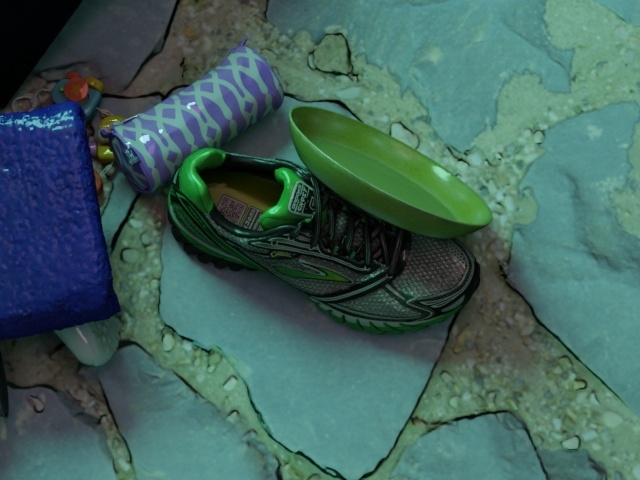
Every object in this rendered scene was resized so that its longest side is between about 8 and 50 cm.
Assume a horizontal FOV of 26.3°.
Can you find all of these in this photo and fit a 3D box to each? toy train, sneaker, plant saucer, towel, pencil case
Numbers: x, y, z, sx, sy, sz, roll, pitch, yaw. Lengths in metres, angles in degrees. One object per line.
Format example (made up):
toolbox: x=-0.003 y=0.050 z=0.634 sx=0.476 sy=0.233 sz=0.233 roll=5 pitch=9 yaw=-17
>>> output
toy train: x=-0.271 y=-0.114 z=1.507 sx=0.125 sy=0.046 sz=0.166 roll=-26 pitch=74 yaw=-12
sneaker: x=0.000 y=0.000 z=1.428 sx=0.343 sy=0.146 sz=0.134 roll=16 pitch=72 yaw=2
plant saucer: x=0.067 y=-0.066 z=1.435 sx=0.241 sy=0.241 sz=0.037 roll=31 pitch=107 yaw=8
towel: x=-0.366 y=-0.006 z=1.369 sx=0.308 sy=0.076 sz=0.228 roll=-10 pitch=89 yaw=2
pencil case: x=-0.138 y=-0.133 z=1.492 sx=0.206 sy=0.086 sz=0.088 roll=-35 pitch=86 yaw=-22
sneaker: x=-0.295 y=0.040 z=1.443 sx=0.095 sy=0.090 sz=0.235 roll=-33 pitch=74 yaw=5

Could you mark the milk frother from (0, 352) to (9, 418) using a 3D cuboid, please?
milk frother: x=-0.384 y=0.187 z=1.381 sx=0.134 sy=0.129 sz=0.143 roll=-9 pitch=114 yaw=-6

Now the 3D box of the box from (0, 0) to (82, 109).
box: x=-0.424 y=-0.475 z=1.427 sx=0.471 sy=0.297 sz=0.480 roll=37 pitch=94 yaw=12
